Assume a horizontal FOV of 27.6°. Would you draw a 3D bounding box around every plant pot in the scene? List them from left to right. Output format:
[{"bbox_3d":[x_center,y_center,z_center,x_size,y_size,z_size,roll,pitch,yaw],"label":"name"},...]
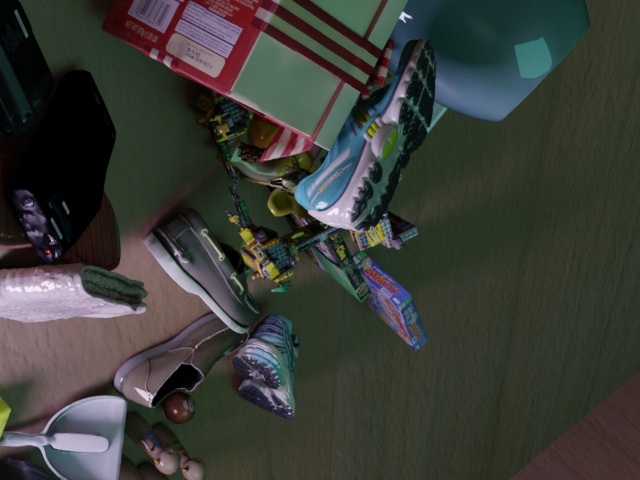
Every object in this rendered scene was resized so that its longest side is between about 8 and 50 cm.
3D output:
[{"bbox_3d":[0.221,-0.304,1.774,0.293,0.235,0.293,-47,-179,2],"label":"plant pot"}]

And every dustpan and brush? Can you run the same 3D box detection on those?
[{"bbox_3d":[-0.393,0.301,1.955,0.211,0.060,0.147,8,84,-22],"label":"dustpan and brush"}]

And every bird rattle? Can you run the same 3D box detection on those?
[{"bbox_3d":[-0.037,-0.161,1.837,0.207,0.143,0.254,12,114,-39],"label":"bird rattle"}]

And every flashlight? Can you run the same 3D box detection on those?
[{"bbox_3d":[-0.409,0.414,2.061,0.103,0.103,0.304,-67,150,-16],"label":"flashlight"}]

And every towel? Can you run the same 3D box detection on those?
[{"bbox_3d":[-0.333,0.070,1.613,0.187,0.049,0.282,-5,171,10],"label":"towel"}]

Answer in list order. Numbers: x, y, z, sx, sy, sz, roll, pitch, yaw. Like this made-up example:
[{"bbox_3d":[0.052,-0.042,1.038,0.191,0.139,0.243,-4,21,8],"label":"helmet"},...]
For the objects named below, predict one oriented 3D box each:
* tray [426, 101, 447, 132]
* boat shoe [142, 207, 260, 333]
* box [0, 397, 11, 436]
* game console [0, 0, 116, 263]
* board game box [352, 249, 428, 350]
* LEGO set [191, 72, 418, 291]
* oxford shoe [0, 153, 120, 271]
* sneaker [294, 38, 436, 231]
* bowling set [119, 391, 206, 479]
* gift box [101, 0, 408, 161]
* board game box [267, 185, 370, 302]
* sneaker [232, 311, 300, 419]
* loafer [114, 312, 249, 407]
[{"bbox_3d":[0.211,-0.274,2.125,0.270,0.030,0.145,-51,150,6],"label":"tray"},{"bbox_3d":[-0.154,0.048,1.941,0.091,0.109,0.305,-42,147,0],"label":"boat shoe"},{"bbox_3d":[-0.522,0.279,1.790,0.178,0.042,0.109,-9,132,-49],"label":"box"},{"bbox_3d":[-0.320,-0.162,1.442,0.213,0.044,0.361,-76,157,-44],"label":"game console"},{"bbox_3d":[0.125,0.110,2.364,0.035,0.136,0.201,-42,150,-10],"label":"board game box"},{"bbox_3d":[-0.013,-0.089,1.718,0.254,0.192,0.331,-17,112,-19],"label":"LEGO set"},{"bbox_3d":[-0.373,-0.024,1.578,0.146,0.141,0.397,-14,167,17],"label":"oxford shoe"},{"bbox_3d":[0.061,-0.142,1.600,0.275,0.110,0.107,-60,152,-20],"label":"sneaker"},{"bbox_3d":[-0.258,0.359,2.129,0.200,0.154,0.287,-51,151,5],"label":"bowling set"},{"bbox_3d":[-0.079,-0.255,1.535,0.258,0.255,0.276,19,105,-57],"label":"gift box"},{"bbox_3d":[0.000,0.000,2.063,0.030,0.136,0.260,-46,152,-10],"label":"board game box"},{"bbox_3d":[-0.074,0.218,2.260,0.283,0.110,0.122,92,24,-64],"label":"sneaker"},{"bbox_3d":[-0.206,0.198,2.072,0.251,0.087,0.094,-29,146,-31],"label":"loafer"}]
